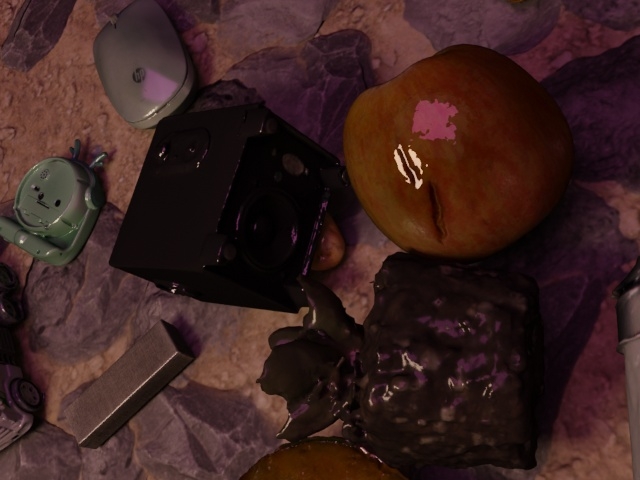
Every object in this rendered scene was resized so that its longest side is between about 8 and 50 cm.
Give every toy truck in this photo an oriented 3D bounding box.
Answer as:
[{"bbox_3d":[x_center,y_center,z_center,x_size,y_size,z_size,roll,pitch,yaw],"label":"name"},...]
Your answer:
[{"bbox_3d":[-0.580,0.161,1.245,0.176,0.178,0.364,-33,63,10],"label":"toy truck"}]

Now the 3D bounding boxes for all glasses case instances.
[{"bbox_3d":[-0.279,0.212,1.156,0.205,0.047,0.071,-43,55,5],"label":"glasses case"}]

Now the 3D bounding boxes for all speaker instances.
[{"bbox_3d":[-0.124,-0.037,1.060,0.253,0.184,0.232,2,71,46],"label":"speaker"}]

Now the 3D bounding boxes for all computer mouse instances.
[{"bbox_3d":[-0.309,-0.308,1.335,0.159,0.097,0.289,-37,61,11],"label":"computer mouse"}]

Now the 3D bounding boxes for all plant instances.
[{"bbox_3d":[0.093,0.140,0.900,0.312,0.213,0.215,-4,51,20],"label":"plant"}]

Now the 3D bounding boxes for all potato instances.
[{"bbox_3d":[0.000,0.000,1.100,0.068,0.062,0.083,-7,46,6],"label":"potato"}]

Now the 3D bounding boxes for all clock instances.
[{"bbox_3d":[-0.441,-0.073,1.328,0.159,0.066,0.211,22,81,29],"label":"clock"}]

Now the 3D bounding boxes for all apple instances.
[{"bbox_3d":[0.155,-0.110,0.942,0.264,0.264,0.265,-9,68,22],"label":"apple"}]

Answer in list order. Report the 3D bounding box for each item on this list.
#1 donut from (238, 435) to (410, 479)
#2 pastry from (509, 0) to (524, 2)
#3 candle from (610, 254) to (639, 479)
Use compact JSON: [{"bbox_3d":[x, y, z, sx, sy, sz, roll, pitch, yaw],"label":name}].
[{"bbox_3d":[0.015,0.358,0.883,0.271,0.107,0.272,-8,41,7],"label":"donut"},{"bbox_3d":[0.262,-0.387,1.118,0.080,0.056,0.140,-31,55,4],"label":"pastry"},{"bbox_3d":[0.400,0.179,0.749,0.221,0.221,0.343,-4,71,24],"label":"candle"}]
